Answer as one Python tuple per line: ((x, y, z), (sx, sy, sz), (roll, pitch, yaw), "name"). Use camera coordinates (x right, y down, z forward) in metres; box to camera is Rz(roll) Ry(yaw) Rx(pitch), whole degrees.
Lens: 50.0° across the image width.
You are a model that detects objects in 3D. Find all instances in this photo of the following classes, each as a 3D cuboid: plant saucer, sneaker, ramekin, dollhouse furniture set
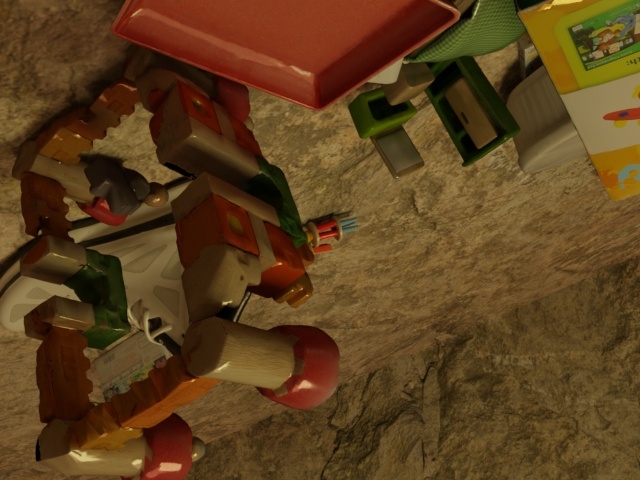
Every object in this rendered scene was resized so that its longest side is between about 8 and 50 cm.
((-0.043, -0.227, 0.664), (0.258, 0.048, 0.259), (15, 163, -27), "plant saucer")
((-0.306, 0.099, 1.070), (0.447, 0.257, 0.169), (-25, 156, 7), "sneaker")
((0.435, -0.229, 1.137), (0.273, 0.127, 0.273), (-23, 169, -4), "ramekin")
((0.203, -0.205, 0.888), (0.197, 0.151, 0.301), (-25, 173, -33), "dollhouse furniture set")

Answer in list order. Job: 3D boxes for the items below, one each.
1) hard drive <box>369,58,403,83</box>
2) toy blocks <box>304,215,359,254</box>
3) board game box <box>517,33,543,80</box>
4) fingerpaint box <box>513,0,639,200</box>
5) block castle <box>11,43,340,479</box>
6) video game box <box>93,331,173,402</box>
((0.002, -0.260, 0.693), (0.203, 0.040, 0.307), (7, 164, -1), "hard drive")
((0.000, 0.000, 1.382), (0.148, 0.054, 0.123), (-15, 155, -17), "toy blocks")
((0.389, -0.318, 1.086), (0.154, 0.026, 0.103), (-26, 156, 8), "board game box")
((0.456, -0.252, 0.676), (0.445, 0.163, 0.371), (-19, 145, 28), "fingerpaint box")
((-0.171, 0.020, 0.796), (0.303, 0.453, 0.213), (-34, 147, 23), "block castle")
((-0.397, 0.307, 1.519), (0.205, 0.187, 0.048), (-32, 155, 21), "video game box")
